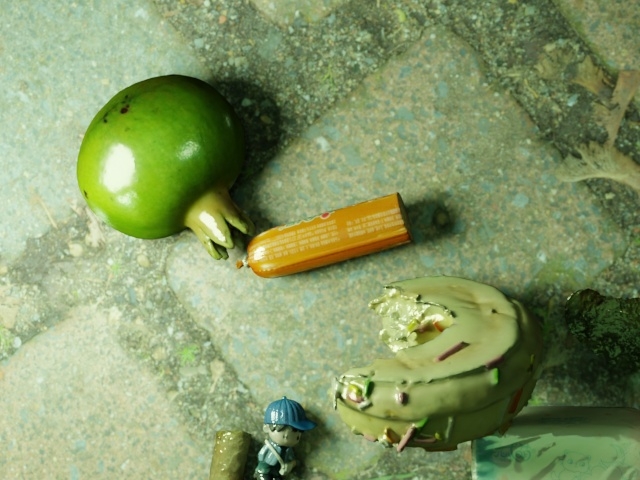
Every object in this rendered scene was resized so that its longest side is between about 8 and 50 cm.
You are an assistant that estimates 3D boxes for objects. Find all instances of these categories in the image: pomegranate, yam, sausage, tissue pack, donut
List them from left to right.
[{"bbox_3d":[-0.261,-0.122,1.737,0.310,0.216,0.358,-41,79,1],"label":"pomegranate"},{"bbox_3d":[-0.169,0.477,1.731,0.066,0.066,0.299,6,84,11],"label":"yam"},{"bbox_3d":[0.000,0.000,1.737,0.312,0.093,0.093,-15,81,9],"label":"sausage"},{"bbox_3d":[0.195,0.188,1.559,0.307,0.371,0.150,-2,115,18],"label":"donut"},{"bbox_3d":[0.375,0.330,1.572,0.271,0.201,0.124,-1,93,10],"label":"tissue pack"}]

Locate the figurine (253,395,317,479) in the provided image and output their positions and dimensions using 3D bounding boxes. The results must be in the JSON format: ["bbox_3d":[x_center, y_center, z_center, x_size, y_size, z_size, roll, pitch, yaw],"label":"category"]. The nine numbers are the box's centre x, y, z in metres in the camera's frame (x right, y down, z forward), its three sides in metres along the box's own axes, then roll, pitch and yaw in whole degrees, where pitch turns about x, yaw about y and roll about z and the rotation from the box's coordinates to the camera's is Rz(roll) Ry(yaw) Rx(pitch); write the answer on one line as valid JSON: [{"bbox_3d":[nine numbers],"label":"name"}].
[{"bbox_3d":[-0.067,0.348,1.726,0.087,0.086,0.149,33,105,52],"label":"figurine"}]

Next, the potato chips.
[{"bbox_3d":[0.511,0.146,1.658,0.142,0.026,0.209,-44,78,1],"label":"potato chips"}]
